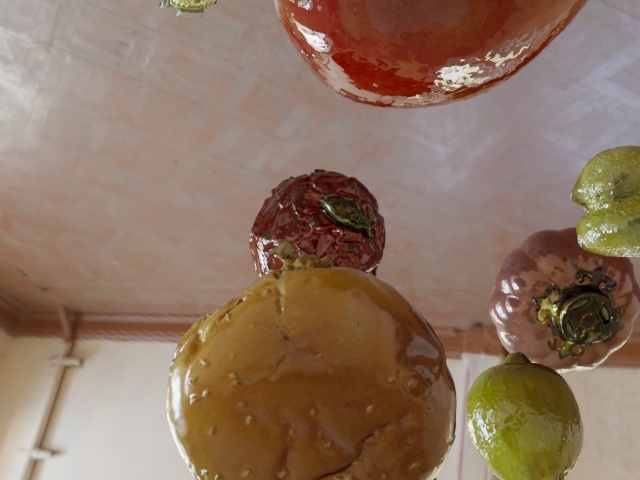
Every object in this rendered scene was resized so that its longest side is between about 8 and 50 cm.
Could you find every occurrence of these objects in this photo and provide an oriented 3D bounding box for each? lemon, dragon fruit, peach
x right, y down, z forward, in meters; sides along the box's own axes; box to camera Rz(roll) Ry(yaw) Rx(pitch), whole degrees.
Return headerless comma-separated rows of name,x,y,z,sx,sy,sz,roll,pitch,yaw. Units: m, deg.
lemon,0.333,0.303,1.312,0.184,0.248,0.184,-4,145,-3
dragon fruit,0.000,0.000,1.384,0.245,0.244,0.299,15,-172,-10
peach,0.068,-0.215,0.557,0.249,0.245,0.274,36,120,17

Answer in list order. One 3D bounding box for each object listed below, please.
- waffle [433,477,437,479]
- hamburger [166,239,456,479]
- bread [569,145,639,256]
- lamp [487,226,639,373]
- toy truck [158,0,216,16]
waffle,-0.005,0.312,1.011,0.307,0.312,0.060,57,167,0
hamburger,-0.009,0.164,0.847,0.290,0.170,0.314,-32,111,-2
bread,0.417,-0.057,1.036,0.188,0.149,0.065,-6,170,27
lamp,0.492,0.125,1.607,0.306,0.305,0.239,13,-168,-6
toy truck,-0.297,-0.646,1.792,0.124,0.272,0.157,-7,179,-30
